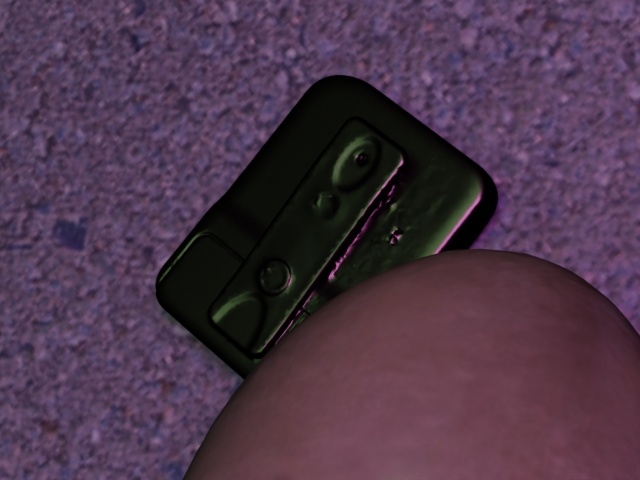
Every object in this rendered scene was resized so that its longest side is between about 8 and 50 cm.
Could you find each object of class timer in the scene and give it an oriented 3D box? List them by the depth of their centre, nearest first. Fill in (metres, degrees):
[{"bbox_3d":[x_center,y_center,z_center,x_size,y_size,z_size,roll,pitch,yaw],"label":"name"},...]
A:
[{"bbox_3d":[0.000,0.000,1.176,0.144,0.055,0.187,39,91,28],"label":"timer"}]

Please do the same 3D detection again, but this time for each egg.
[{"bbox_3d":[0.046,0.170,0.990,0.258,0.258,0.352,28,82,27],"label":"egg"}]
